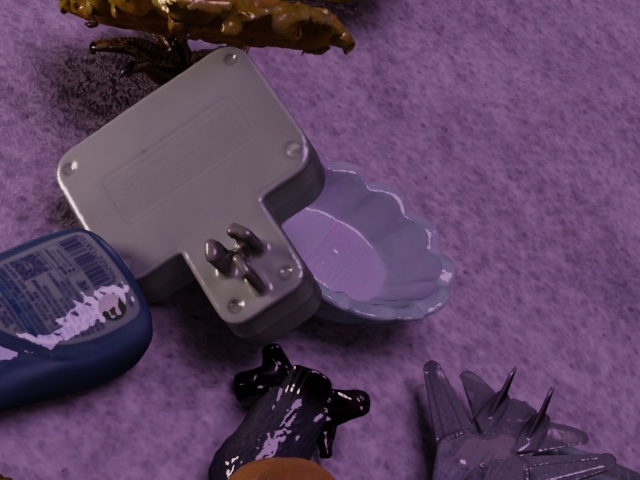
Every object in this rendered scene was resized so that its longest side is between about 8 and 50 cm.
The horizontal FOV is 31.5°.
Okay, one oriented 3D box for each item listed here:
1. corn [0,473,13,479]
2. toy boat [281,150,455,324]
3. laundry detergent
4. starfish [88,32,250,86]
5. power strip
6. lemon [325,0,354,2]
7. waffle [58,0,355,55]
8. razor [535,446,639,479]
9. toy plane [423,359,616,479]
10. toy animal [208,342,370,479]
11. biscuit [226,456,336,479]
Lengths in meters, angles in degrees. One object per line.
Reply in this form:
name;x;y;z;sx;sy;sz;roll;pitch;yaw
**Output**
corn;-0.258;0.230;0.841;0.363;0.120;0.120;23;44;-6
toy boat;0.000;0.000;1.209;0.290;0.100;0.199;38;43;4
laundry detergent;-0.292;0.092;0.969;0.290;0.094;0.143;-23;72;-38
starfish;-0.157;-0.207;1.339;0.238;0.057;0.213;-14;54;-47
power strip;-0.108;-0.035;1.079;0.229;0.141;0.261;-34;67;0
lemon;0.027;-0.447;1.514;0.310;0.258;0.258;-23;66;-45
waffle;-0.130;-0.242;1.203;0.302;0.068;0.325;0;10;-41
razor;0.338;0.267;1.198;0.278;0.056;0.111;18;44;-15
toy plane;0.143;0.242;1.086;0.212;0.088;0.267;27;53;18
toy animal;-0.034;0.189;1.009;0.121;0.117;0.210;34;40;-8
biscuit;-0.050;0.306;0.845;0.355;0.052;0.275;-35;109;-56
